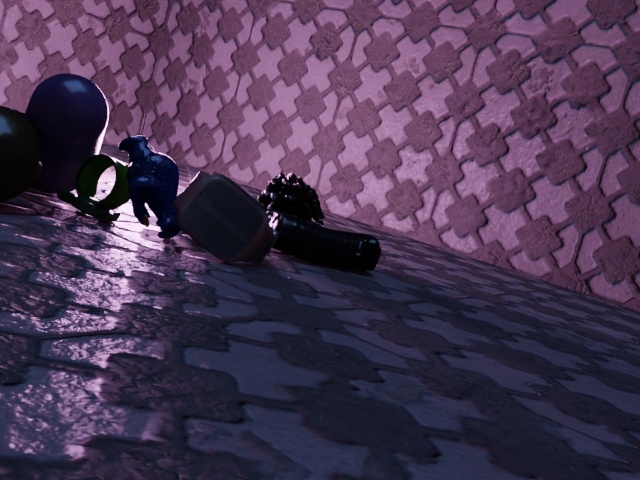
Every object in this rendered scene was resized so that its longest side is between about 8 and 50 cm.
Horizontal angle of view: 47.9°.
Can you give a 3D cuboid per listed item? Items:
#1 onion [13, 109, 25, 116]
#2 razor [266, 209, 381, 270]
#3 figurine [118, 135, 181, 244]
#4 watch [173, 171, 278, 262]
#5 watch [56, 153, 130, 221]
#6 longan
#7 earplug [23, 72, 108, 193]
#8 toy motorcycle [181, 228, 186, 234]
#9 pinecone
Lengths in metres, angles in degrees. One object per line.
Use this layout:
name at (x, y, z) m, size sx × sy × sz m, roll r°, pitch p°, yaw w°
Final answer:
onion at (-0.800, -0.268, 2.063) m, size 0.281 × 0.221 × 0.281 m, roll -6°, pitch -15°, yaw -2°
razor at (0.000, 0.004, 1.984) m, size 0.327 × 0.107 × 0.189 m, roll 14°, pitch 7°, yaw -19°
figurine at (-0.379, -0.120, 1.683) m, size 0.121 × 0.262 × 0.164 m, roll -24°, pitch -2°, yaw 9°
watch at (-0.211, -0.055, 1.709) m, size 0.253 × 0.161 × 0.241 m, roll 42°, pitch 5°, yaw -10°
watch at (-0.542, -0.137, 1.742) m, size 0.165 × 0.152 × 0.131 m, roll 26°, pitch 2°, yaw 28°
longan at (-0.725, -0.183, 1.538) m, size 0.248 × 0.248 × 0.248 m, roll 15°, pitch 7°, yaw -2°
earplug at (-0.629, -0.269, 1.765) m, size 0.215 × 0.215 × 0.456 m, roll 12°, pitch -16°, yaw -23°
toy motorcycle at (-0.278, -0.033, 1.874) m, size 0.190 × 0.074 × 0.106 m, roll 9°, pitch 0°, yaw -34°
pinecone at (-0.099, -0.097, 2.223) m, size 0.222 × 0.221 × 0.221 m, roll 15°, pitch 7°, yaw -2°
